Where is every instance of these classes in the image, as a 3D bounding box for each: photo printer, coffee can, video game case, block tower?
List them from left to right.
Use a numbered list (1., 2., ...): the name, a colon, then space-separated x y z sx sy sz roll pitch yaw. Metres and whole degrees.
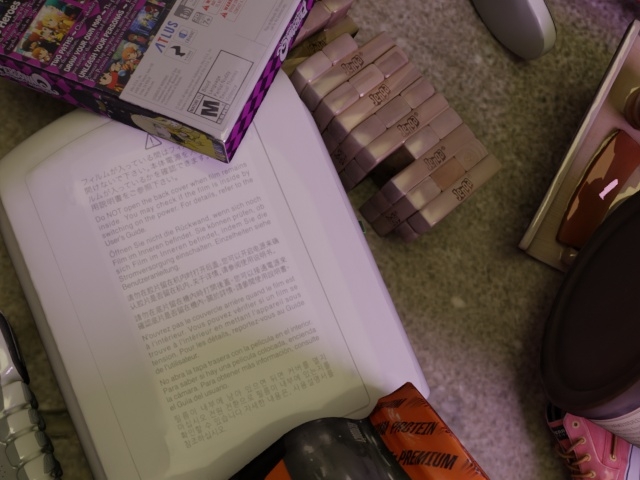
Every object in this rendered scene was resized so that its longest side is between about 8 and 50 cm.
1. video game case: -0.114 -0.192 0.725 0.210 0.042 0.232 21 68 9
2. photo printer: -0.090 0.026 0.738 0.256 0.107 0.307 -22 83 -11
3. block tower: 0.000 -0.152 0.829 0.097 0.091 0.335 -38 88 -22
4. coffee can: 0.342 0.102 0.759 0.275 0.201 0.201 29 70 -11

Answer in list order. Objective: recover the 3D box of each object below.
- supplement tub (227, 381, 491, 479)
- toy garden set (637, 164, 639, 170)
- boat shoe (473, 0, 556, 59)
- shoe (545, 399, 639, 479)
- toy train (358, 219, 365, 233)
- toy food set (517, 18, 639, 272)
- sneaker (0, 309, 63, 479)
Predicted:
1. supplement tub: -0.025 0.255 0.606 0.338 0.207 0.207 -38 89 -1
2. toy garden set: 0.403 -0.117 0.963 0.244 0.049 0.203 24 73 -9
3. boat shoe: 0.170 -0.275 0.917 0.070 0.078 0.219 -27 83 -20
4. shoe: 0.226 0.185 0.827 0.081 0.063 0.178 26 65 -7
5. toy train: 0.000 0.000 0.826 0.083 0.024 0.017 -17 81 -20
6. toy food set: 0.351 -0.028 0.860 0.306 0.092 0.219 26 92 -9
7. sneaker: -0.254 0.169 0.685 0.132 0.086 0.228 -19 72 -15
